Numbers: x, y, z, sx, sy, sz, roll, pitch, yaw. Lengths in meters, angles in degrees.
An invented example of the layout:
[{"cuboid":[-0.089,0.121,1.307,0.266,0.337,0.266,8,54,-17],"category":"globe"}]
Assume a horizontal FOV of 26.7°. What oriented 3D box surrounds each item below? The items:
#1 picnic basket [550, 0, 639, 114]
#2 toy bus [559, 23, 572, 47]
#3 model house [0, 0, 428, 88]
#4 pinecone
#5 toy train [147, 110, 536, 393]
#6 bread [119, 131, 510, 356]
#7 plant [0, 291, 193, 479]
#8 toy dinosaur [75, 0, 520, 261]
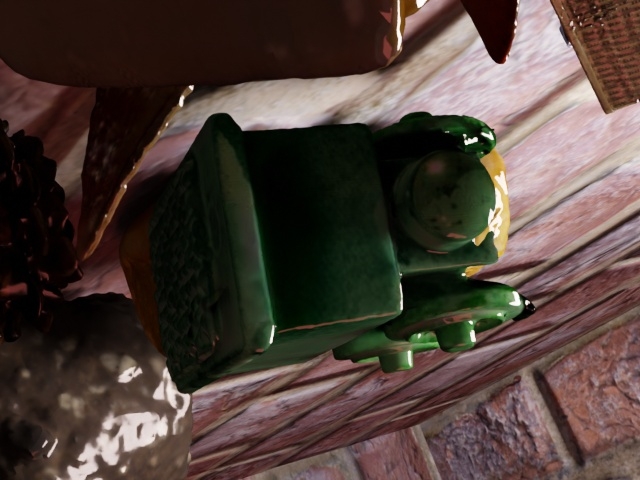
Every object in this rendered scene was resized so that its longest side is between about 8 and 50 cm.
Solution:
[{"cuboid":[0.144,-0.151,0.642,0.079,0.115,0.164,-19,143,18],"category":"picnic basket"},{"cuboid":[0.197,-0.181,0.794,0.073,0.076,0.167,-16,163,-27],"category":"toy bus"},{"cuboid":[0.008,-0.166,0.440,0.220,0.199,0.229,14,-144,31],"category":"model house"},{"cuboid":[-0.202,-0.001,0.750,0.121,0.140,0.140,-12,163,-32],"category":"pinecone"},{"cuboid":[0.008,0.010,0.834,0.202,0.145,0.266,-6,169,-17],"category":"toy train"},{"cuboid":[0.000,0.000,1.053,0.294,0.132,0.167,-17,166,-21],"category":"bread"},{"cuboid":[-0.276,0.161,1.082,0.312,0.215,0.213,-3,153,-44],"category":"plant"},{"cuboid":[0.012,-0.099,0.686,0.207,0.113,0.327,-9,-167,14],"category":"toy dinosaur"}]
